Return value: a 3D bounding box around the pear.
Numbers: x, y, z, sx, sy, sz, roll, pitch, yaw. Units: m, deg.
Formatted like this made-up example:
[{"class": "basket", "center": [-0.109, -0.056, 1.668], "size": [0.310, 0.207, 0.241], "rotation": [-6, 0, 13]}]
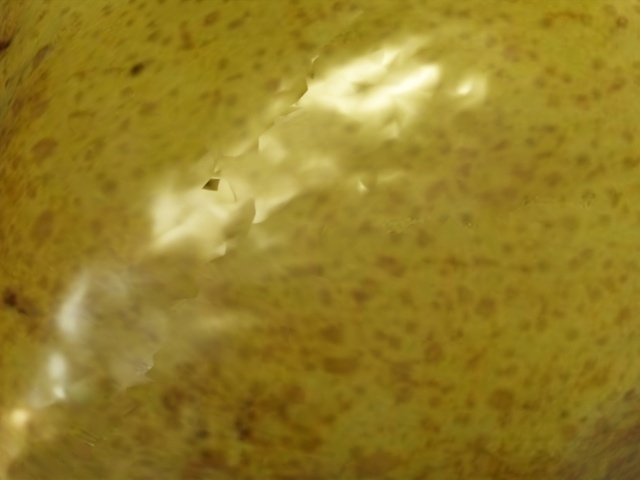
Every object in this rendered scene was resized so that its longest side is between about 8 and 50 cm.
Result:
[{"class": "pear", "center": [0.000, 0.000, 0.456], "size": [0.211, 0.188, 0.228], "rotation": [-10, 152, -25]}]
